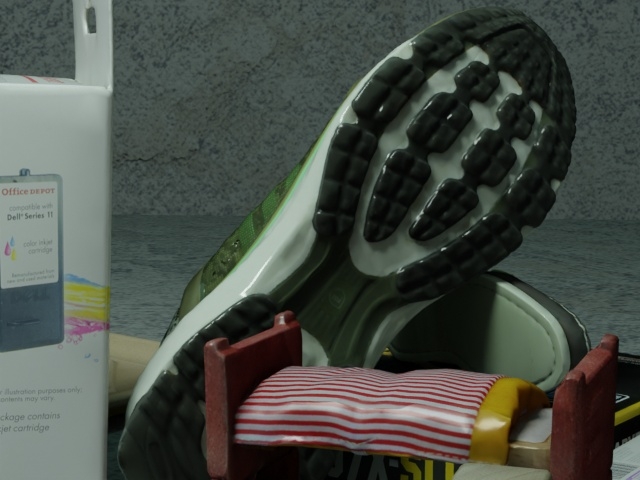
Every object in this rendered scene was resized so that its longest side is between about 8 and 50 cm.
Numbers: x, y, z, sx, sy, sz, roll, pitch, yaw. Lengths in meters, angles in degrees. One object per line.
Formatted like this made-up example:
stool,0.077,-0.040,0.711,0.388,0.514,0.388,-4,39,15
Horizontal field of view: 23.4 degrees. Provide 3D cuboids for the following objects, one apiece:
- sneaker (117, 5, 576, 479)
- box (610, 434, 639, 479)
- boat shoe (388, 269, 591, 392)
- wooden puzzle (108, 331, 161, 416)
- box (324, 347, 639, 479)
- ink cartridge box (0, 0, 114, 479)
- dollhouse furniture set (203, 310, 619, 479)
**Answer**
sneaker,0.000,0.000,1.034,0.410,0.158,0.182,-48,21,-11
box,0.246,0.151,0.997,0.067,0.063,0.324,7,9,30
boat shoe,0.121,0.056,1.062,0.069,0.081,0.228,-7,8,-25
wooden puzzle,-0.243,0.123,1.281,0.221,0.044,0.239,6,14,36
box,0.100,0.126,1.136,0.322,0.079,0.257,6,11,35
ink cartridge box,-0.202,-0.001,0.984,0.119,0.353,0.207,0,7,-15
dollhouse furniture set,0.011,0.140,0.697,0.201,0.152,0.374,3,7,18
